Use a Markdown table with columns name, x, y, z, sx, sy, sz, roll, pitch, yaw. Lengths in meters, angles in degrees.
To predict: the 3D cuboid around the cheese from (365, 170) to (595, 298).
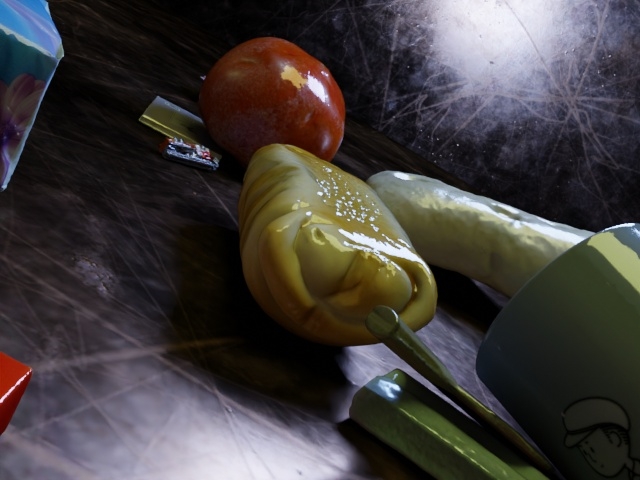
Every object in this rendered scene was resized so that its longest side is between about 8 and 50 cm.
| name | x | y | z | sx | sy | sz | roll | pitch | yaw |
| --- | --- | --- | --- | --- | --- | --- | --- | --- | --- |
| cheese | 0.229 | 0.000 | 1.028 | 0.329 | 0.129 | 0.351 | 15 | 7 | -36 |

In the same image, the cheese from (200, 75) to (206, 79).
| name | x | y | z | sx | sy | sz | roll | pitch | yaw |
| --- | --- | --- | --- | --- | --- | --- | --- | --- | --- |
| cheese | -0.128 | -0.273 | 1.431 | 0.189 | 0.074 | 0.286 | 41 | 14 | 32 |

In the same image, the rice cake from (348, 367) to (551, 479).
| name | x | y | z | sx | sy | sz | roll | pitch | yaw |
| --- | --- | --- | --- | --- | --- | --- | --- | --- | --- |
| rice cake | 0.125 | 0.174 | 0.532 | 0.222 | 0.042 | 0.080 | 34 | 17 | 17 |

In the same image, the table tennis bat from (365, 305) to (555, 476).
| name | x | y | z | sx | sy | sz | roll | pitch | yaw |
| --- | --- | --- | --- | --- | --- | --- | --- | --- | --- |
| table tennis bat | 0.110 | 0.119 | 0.562 | 0.138 | 0.022 | 0.246 | 34 | -8 | 49 |

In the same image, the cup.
| name | x | y | z | sx | sy | sz | roll | pitch | yaw |
| --- | --- | --- | --- | --- | --- | --- | --- | --- | --- |
| cup | 0.298 | 0.155 | 0.563 | 0.206 | 0.205 | 0.312 | 15 | 29 | -46 |

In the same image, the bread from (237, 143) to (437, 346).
| name | x | y | z | sx | sy | sz | roll | pitch | yaw |
| --- | --- | --- | --- | --- | --- | --- | --- | --- | --- |
| bread | 0.000 | 0.000 | 0.696 | 0.173 | 0.121 | 0.311 | 24 | 16 | -15 |

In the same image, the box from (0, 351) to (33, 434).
| name | x | y | z | sx | sy | sz | roll | pitch | yaw |
| --- | --- | --- | --- | --- | --- | --- | --- | --- | --- |
| box | -0.210 | 0.054 | 0.281 | 0.152 | 0.048 | 0.100 | 31 | 17 | -7 |

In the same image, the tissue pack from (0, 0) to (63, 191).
| name | x | y | z | sx | sy | sz | roll | pitch | yaw |
| --- | --- | --- | --- | --- | --- | --- | --- | --- | --- |
| tissue pack | -0.349 | -0.168 | 0.527 | 0.264 | 0.146 | 0.198 | 20 | 18 | -33 |

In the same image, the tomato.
| name | x | y | z | sx | sy | sz | roll | pitch | yaw |
| --- | --- | --- | --- | --- | --- | --- | --- | --- | --- |
| tomato | -0.065 | -0.196 | 1.056 | 0.232 | 0.188 | 0.232 | 38 | 13 | -11 |

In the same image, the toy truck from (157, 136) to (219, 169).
| name | x | y | z | sx | sy | sz | roll | pitch | yaw |
| --- | --- | --- | --- | --- | --- | --- | --- | --- | --- |
| toy truck | -0.171 | -0.112 | 0.923 | 0.083 | 0.024 | 0.032 | 11 | 47 | -48 |

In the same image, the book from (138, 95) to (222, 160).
| name | x | y | z | sx | sy | sz | roll | pitch | yaw |
| --- | --- | --- | --- | --- | --- | --- | --- | --- | --- |
| book | -0.204 | -0.173 | 1.075 | 0.127 | 0.014 | 0.181 | 27 | 15 | -15 |
